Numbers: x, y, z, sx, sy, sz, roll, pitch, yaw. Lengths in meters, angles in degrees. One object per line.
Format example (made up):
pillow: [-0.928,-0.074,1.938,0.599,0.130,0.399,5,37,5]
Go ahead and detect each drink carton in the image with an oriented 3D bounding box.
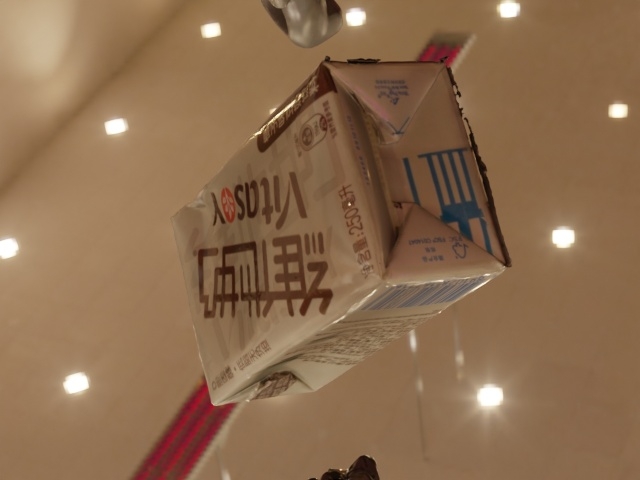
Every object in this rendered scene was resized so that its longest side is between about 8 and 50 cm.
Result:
drink carton: [0.000,0.000,1.233,0.132,0.324,0.194,-3,-111,-31]

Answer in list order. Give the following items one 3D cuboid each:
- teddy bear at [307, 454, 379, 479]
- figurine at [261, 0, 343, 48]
teddy bear: [-0.052,0.251,0.993,0.251,0.144,0.171,-15,-145,-13]
figurine: [-0.054,-0.270,0.781,0.167,0.342,0.285,-2,-164,-12]
